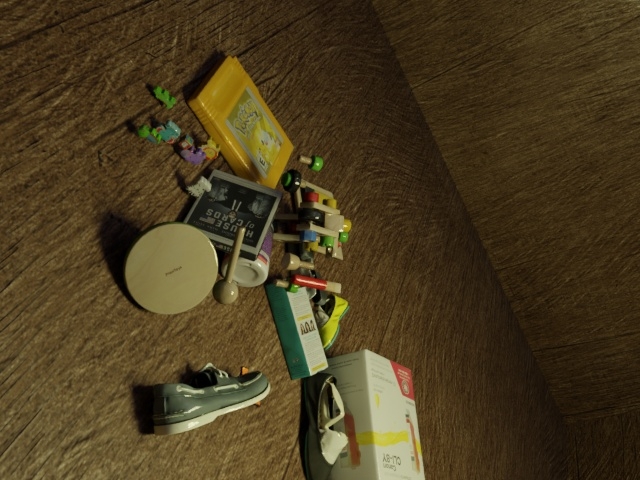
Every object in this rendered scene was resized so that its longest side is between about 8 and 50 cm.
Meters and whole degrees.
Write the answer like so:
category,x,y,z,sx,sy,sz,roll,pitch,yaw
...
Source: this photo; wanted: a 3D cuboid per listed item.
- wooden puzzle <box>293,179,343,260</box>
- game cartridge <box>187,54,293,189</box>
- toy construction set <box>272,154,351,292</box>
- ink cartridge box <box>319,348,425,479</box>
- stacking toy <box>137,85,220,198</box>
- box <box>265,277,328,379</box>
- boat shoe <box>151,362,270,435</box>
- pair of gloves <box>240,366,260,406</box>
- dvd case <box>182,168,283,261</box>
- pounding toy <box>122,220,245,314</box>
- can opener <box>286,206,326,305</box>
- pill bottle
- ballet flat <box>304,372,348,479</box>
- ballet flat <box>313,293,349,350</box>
category,x,y,z,sx,sy,sz,roll,pitch,yaw
wooden puzzle,-0.001,-0.068,2.133,0.238,0.044,0.221,24,52,-56
game cartridge,-0.198,-0.300,1.901,0.324,0.052,0.285,58,29,-27
toy construction set,0.000,0.000,1.787,0.237,0.257,0.309,15,51,-33
ink cartridge box,0.137,0.511,1.891,0.279,0.160,0.385,34,45,-51
stacking toy,-0.316,-0.219,1.624,0.221,0.052,0.167,46,30,-33
box,-0.059,0.217,1.818,0.100,0.060,0.244,-7,80,-64
boat shoe,-0.208,0.291,1.426,0.319,0.116,0.099,-10,86,-58
pair of gloves,-0.153,0.327,1.623,0.083,0.010,0.074,42,38,-46
dvd case,-0.198,-0.063,1.644,0.179,0.030,0.239,19,39,-1
pounding toy,-0.281,0.042,1.439,0.236,0.110,0.183,0,105,-27
can opener,-0.045,0.045,1.946,0.093,0.074,0.281,30,45,-51
pill bottle,-0.166,0.003,1.699,0.108,0.108,0.194,48,35,-39
ballet flat,0.011,0.452,1.761,0.095,0.096,0.281,34,45,-51
ballet flat,0.016,0.214,1.969,0.077,0.077,0.231,44,28,-6
